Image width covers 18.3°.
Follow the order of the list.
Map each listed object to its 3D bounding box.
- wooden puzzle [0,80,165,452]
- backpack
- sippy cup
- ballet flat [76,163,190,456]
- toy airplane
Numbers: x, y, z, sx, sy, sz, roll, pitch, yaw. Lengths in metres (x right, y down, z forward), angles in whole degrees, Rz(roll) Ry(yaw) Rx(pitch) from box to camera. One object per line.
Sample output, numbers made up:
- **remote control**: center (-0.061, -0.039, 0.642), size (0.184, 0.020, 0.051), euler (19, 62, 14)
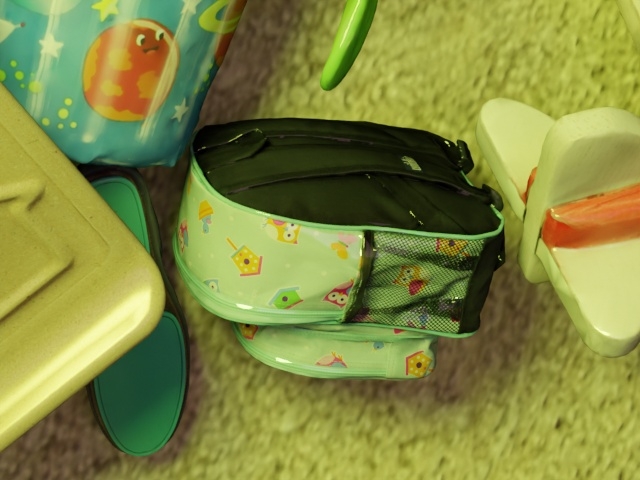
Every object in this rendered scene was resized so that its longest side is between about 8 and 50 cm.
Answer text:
- **wooden puzzle**: center (-0.297, 0.009, 1.026), size (0.322, 0.080, 0.348), euler (-39, 127, -1)
- **backpack**: center (0.000, 0.000, 1.238), size (0.188, 0.166, 0.144), euler (11, 116, -19)
- **sippy cup**: center (-0.137, -0.167, 1.166), size (0.240, 0.305, 0.224), euler (4, 106, -46)
- **ballet flat**: center (-0.124, 0.035, 1.248), size (0.074, 0.074, 0.203), euler (-14, 116, -16)
- **toy airplane**: center (0.296, -0.070, 1.227), size (0.386, 0.272, 0.384), euler (33, 42, 0)
